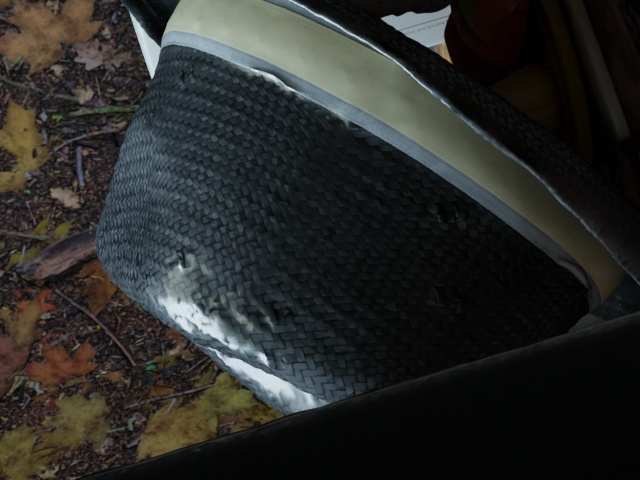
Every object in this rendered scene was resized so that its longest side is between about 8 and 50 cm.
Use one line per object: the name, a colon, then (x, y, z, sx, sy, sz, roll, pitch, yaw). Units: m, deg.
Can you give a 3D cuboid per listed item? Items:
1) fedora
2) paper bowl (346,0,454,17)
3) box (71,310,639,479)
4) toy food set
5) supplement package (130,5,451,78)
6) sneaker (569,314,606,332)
fedora: (0.000, 0.000, 0.892, 0.334, 0.152, 0.334, 34, 172, 5)
paper bowl: (-0.019, -0.245, 0.910, 0.284, 0.148, 0.284, 174, 90, -82)
box: (0.089, 0.181, 0.508, 0.395, 0.293, 0.212, 84, 169, -67)
toy food set: (0.086, -0.081, 0.974, 0.218, 0.071, 0.128, 119, 134, -83)
supplement package: (-0.044, -0.235, 1.178, 0.199, 0.198, 0.263, -124, 18, -77)
sneaker: (0.107, 0.118, 1.077, 0.315, 0.127, 0.182, -93, -9, -71)
